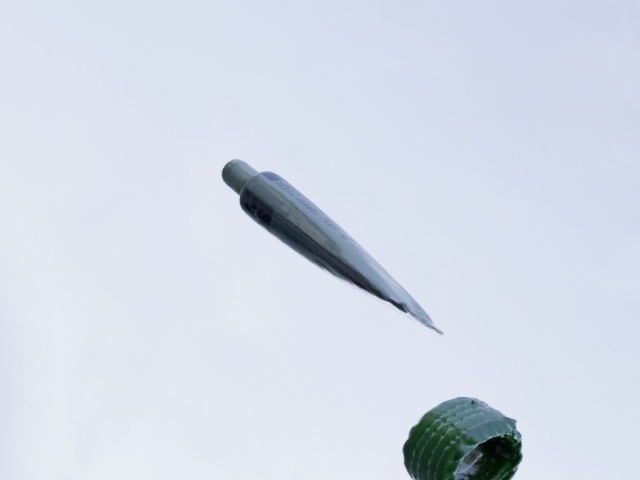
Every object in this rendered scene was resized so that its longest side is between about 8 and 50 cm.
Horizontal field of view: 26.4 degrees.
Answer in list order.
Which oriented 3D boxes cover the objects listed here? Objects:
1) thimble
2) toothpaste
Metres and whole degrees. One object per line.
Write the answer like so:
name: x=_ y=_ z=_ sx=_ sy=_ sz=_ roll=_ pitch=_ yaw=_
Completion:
thimble: x=0.167 y=0.246 z=1.584 sx=0.090 sy=0.130 sz=0.118 roll=27 pitch=-28 yaw=50
toothpaste: x=0.000 y=0.000 z=0.916 sx=0.216 sy=0.062 sz=0.037 roll=38 pitch=-84 yaw=39
